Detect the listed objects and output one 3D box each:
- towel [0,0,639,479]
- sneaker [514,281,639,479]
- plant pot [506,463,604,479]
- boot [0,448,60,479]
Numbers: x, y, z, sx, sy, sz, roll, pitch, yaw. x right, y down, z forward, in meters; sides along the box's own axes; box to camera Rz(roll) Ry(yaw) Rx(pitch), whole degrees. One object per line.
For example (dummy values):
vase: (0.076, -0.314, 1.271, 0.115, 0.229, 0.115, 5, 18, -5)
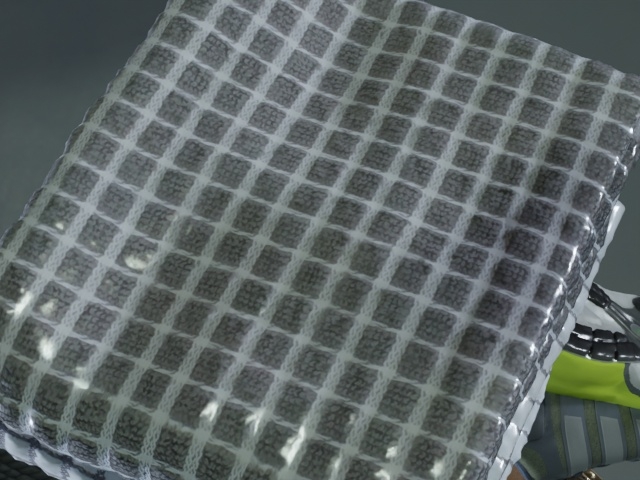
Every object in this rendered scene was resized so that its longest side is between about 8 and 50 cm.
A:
towel: (0.000, 0.000, 0.557, 0.235, 0.283, 0.121, 21, -26, 15)
sneaker: (0.178, 0.099, 0.781, 0.300, 0.111, 0.121, 21, -59, -25)
plant pot: (0.228, 0.304, 1.286, 0.165, 0.167, 0.167, -49, -6, 4)
boot: (-0.229, 0.125, 1.103, 0.118, 0.222, 0.338, -18, -47, 15)
